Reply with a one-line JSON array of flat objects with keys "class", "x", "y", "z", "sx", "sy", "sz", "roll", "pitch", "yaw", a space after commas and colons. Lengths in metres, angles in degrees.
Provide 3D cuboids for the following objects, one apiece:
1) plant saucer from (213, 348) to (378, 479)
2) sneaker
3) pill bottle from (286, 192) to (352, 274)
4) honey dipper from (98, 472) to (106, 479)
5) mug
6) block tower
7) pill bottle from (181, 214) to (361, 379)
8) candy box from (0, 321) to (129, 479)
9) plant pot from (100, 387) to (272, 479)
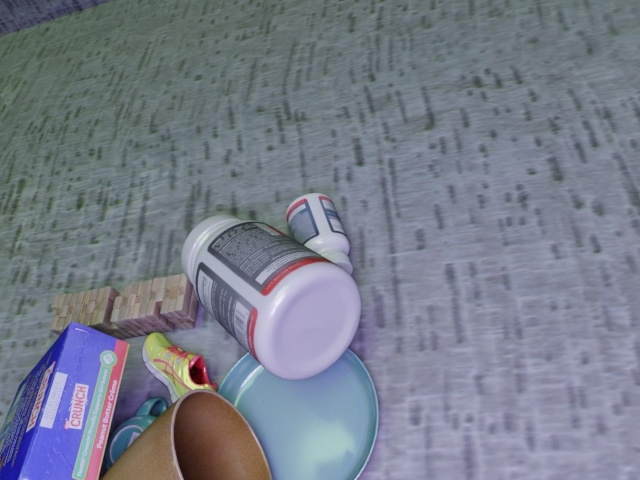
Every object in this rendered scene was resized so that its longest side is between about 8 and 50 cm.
[{"class": "plant saucer", "x": -0.048, "y": 0.320, "z": 0.976, "sx": 0.317, "sy": 0.044, "sz": 0.318, "roll": -10, "pitch": 55, "yaw": 14}, {"class": "sneaker", "x": -0.267, "y": 0.245, "z": 1.068, "sx": 0.208, "sy": 0.081, "sz": 0.094, "roll": 44, "pitch": 105, "yaw": 25}, {"class": "pill bottle", "x": 0.000, "y": 0.000, "z": 1.126, "sx": 0.107, "sy": 0.108, "sz": 0.180, "roll": -23, "pitch": 53, "yaw": 5}, {"class": "honey dipper", "x": -0.450, "y": 0.474, "z": 1.034, "sx": 0.160, "sy": 0.030, "sz": 0.030, "roll": -32, "pitch": 53, "yaw": -7}, {"class": "mug", "x": -0.331, "y": 0.378, "z": 1.007, "sx": 0.129, "sy": 0.097, "sz": 0.158, "roll": -36, "pitch": 54, "yaw": -5}, {"class": "block tower", "x": -0.424, "y": 0.155, "z": 1.191, "sx": 0.335, "sy": 0.091, "sz": 0.097, "roll": -9, "pitch": 55, "yaw": 15}, {"class": "pill bottle", "x": -0.110, "y": 0.082, "z": 1.018, "sx": 0.210, "sy": 0.210, "sz": 0.363, "roll": -46, "pitch": 40, "yaw": -12}, {"class": "candy box", "x": -0.477, "y": 0.337, "z": 0.966, "sx": 0.317, "sy": 0.122, "sz": 0.268, "roll": -40, "pitch": 36, "yaw": 38}, {"class": "plant pot", "x": -0.241, "y": 0.400, "z": 0.849, "sx": 0.254, "sy": 0.237, "sz": 0.237, "roll": -34, "pitch": 52, "yaw": 11}]
